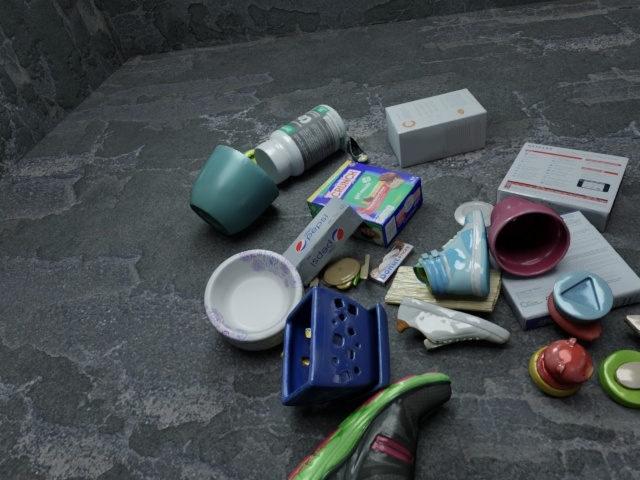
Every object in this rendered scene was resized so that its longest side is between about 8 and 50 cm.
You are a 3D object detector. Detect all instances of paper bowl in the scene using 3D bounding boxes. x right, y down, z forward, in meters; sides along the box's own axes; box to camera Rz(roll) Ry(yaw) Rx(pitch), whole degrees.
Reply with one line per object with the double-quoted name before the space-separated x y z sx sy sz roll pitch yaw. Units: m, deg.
"paper bowl" -0.185 0.182 1.393 0.284 0.148 0.284 -2 59 3

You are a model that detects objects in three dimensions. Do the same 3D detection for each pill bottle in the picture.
"pill bottle" -0.082 -0.396 1.972 0.361 0.204 0.204 -37 46 -23

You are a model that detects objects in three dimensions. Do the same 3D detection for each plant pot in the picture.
"plant pot" -0.337 -0.163 1.751 0.293 0.293 0.235 24 71 35
"plant pot" 0.039 0.271 1.157 0.212 0.236 0.236 10 59 -17
"plant pot" 0.561 -0.031 1.324 0.201 0.201 0.180 -7 28 9

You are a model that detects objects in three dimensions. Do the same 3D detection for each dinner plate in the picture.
"dinner plate" 0.529 -0.092 1.613 0.141 0.017 0.141 -8 41 7

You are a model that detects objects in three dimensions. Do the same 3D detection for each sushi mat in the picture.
"sushi mat" 0.353 0.134 1.372 0.316 0.019 0.151 0 42 33

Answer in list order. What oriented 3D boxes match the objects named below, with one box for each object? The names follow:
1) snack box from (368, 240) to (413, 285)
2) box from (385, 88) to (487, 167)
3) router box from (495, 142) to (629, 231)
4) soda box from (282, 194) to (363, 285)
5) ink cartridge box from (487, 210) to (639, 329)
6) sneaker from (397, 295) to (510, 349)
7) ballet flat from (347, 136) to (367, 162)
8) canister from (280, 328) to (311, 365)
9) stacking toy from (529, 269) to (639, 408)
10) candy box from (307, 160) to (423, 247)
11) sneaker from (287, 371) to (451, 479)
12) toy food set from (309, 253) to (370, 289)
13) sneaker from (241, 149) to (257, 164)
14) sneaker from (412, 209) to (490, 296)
"snack box" 0.226 0.071 1.518 0.064 0.022 0.178 22 53 33
"box" 0.457 -0.453 1.907 0.345 0.168 0.215 -13 42 1
"router box" 0.808 -0.191 1.590 0.335 0.082 0.301 19 51 32
"soda box" 0.000 0.000 1.519 0.286 0.091 0.098 -50 39 1
"ink cartridge box" 0.665 0.075 1.354 0.324 0.071 0.330 -15 41 3
"sneaker" 0.345 0.246 1.264 0.290 0.106 0.123 14 80 20
"ballet flat" 0.150 -0.380 2.003 0.057 0.049 0.173 -22 43 -7
"canister" -0.018 0.283 1.323 0.126 0.073 0.170 16 52 28
"stacking toy" 0.660 0.223 1.099 0.279 0.130 0.309 15 63 20
"candy box" 0.160 -0.142 1.692 0.317 0.122 0.268 19 53 33
"sneaker" 0.128 0.471 1.041 0.482 0.185 0.202 -35 76 -26
"toy food set" 0.070 0.108 1.519 0.192 0.039 0.132 -10 36 22
"sneaker" -0.386 -0.290 2.040 0.295 0.109 0.123 -33 22 -16
"sneaker" 0.375 0.030 1.369 0.208 0.127 0.319 -7 36 23
